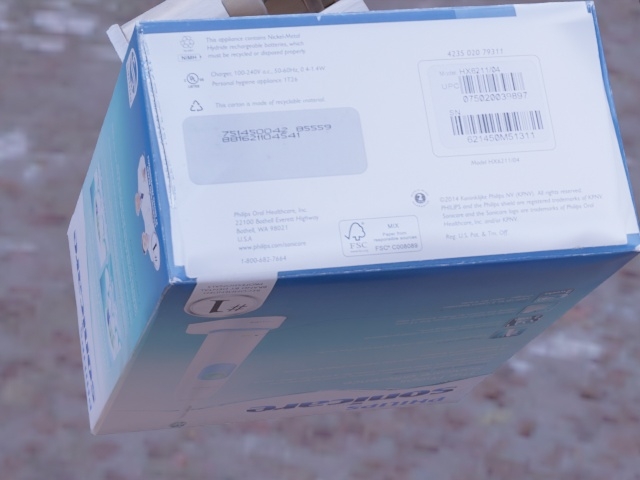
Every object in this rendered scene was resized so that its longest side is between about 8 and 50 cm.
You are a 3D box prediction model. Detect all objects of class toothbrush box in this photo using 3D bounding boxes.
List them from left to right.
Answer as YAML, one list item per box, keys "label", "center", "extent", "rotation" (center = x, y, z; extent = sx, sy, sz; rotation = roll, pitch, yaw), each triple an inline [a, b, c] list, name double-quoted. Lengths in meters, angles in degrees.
- label: "toothbrush box"
  center: [0.000, 0.000, 0.977]
  extent: [0.216, 0.295, 0.126]
  rotation: [-4, 72, -14]

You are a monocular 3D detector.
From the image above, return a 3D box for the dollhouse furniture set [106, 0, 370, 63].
- label: "dollhouse furniture set"
  center: [0.003, -0.036, 1.453]
  extent: [0.173, 0.303, 0.356]
  rotation: [-29, 59, 0]
